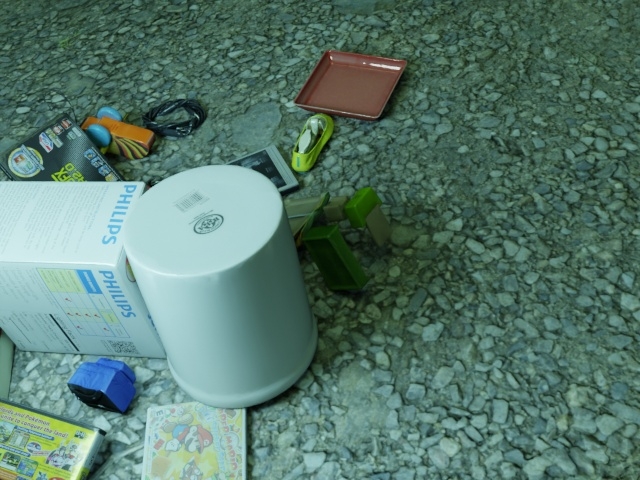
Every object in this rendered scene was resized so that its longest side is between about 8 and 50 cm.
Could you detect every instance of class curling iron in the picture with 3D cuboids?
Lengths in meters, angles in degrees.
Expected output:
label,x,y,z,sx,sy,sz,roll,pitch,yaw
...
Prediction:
label,x,y,z,sx,sy,sz,roll,pitch,yaw
curling iron,-0.382,-0.079,1.920,0.068,0.035,0.274,-26,50,-12

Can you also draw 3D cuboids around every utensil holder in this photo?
label,x,y,z,sx,sy,sz,roll,pitch,yaw
utensil holder,-0.189,0.092,1.493,0.328,0.385,0.327,-5,45,5

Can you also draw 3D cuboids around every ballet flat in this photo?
label,x,y,z,sx,sy,sz,roll,pitch,yaw
ballet flat,-0.020,-0.279,2.002,0.077,0.077,0.231,9,52,18

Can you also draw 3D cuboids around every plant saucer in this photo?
label,x,y,z,sx,sy,sz,roll,pitch,yaw
plant saucer,0.088,-0.434,2.136,0.259,0.047,0.259,13,52,20

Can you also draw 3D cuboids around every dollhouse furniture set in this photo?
label,x,y,z,sx,sy,sz,roll,pitch,yaw
dollhouse furniture set,0.000,0.000,1.767,0.302,0.151,0.197,-5,35,45

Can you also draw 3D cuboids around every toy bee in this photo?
label,x,y,z,sx,sy,sz,roll,pitch,yaw
toy bee,-0.609,-0.300,2.096,0.298,0.162,0.195,40,54,8

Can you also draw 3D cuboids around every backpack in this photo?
label,x,y,z,sx,sy,sz,roll,pitch,yaw
backpack,-0.456,0.300,1.572,0.120,0.098,0.101,1,43,27

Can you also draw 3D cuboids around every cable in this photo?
label,x,y,z,sx,sy,sz,roll,pitch,yaw
cable,-0.428,-0.361,2.162,0.185,0.047,0.150,8,52,17

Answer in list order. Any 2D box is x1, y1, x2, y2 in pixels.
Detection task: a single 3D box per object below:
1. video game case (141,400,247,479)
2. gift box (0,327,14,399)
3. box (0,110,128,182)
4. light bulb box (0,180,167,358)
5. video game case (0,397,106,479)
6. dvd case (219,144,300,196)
label,x,y,z,sx,sy,sz,roll,pitch,yaw
video game case,-0.246,0.421,1.476,0.206,0.026,0.227,-8,49,3
gift box,-0.828,0.211,1.607,0.276,0.255,0.258,-6,51,-4
box,-0.656,-0.165,1.931,0.216,0.060,0.270,-41,92,-25
light bulb box,-0.515,0.067,1.607,0.361,0.358,0.225,1,52,10
video game case,-0.589,0.455,1.470,0.275,0.035,0.248,11,64,19
dvd case,-0.195,-0.150,1.954,0.239,0.029,0.179,-23,49,-10
